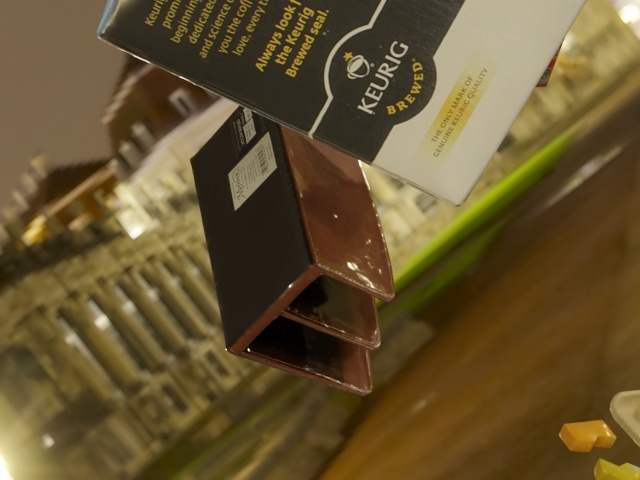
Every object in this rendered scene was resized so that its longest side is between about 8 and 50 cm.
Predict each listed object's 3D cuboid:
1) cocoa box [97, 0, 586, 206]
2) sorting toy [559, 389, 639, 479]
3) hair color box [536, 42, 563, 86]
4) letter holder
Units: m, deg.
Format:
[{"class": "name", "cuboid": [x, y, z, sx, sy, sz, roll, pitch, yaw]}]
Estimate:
[{"class": "cocoa box", "cuboid": [0.054, -0.245, 0.858, 0.347, 0.228, 0.231, -61, 12, 25]}, {"class": "sorting toy", "cuboid": [0.456, 0.259, 1.897, 0.307, 0.229, 0.041, -2, -52, -30]}, {"class": "hair color box", "cuboid": [0.253, -0.277, 1.866, 0.053, 0.093, 0.167, -14, -54, -65]}, {"class": "letter holder", "cuboid": [0.000, 0.000, 1.752, 0.152, 0.214, 0.302, -45, 39, 29]}]
